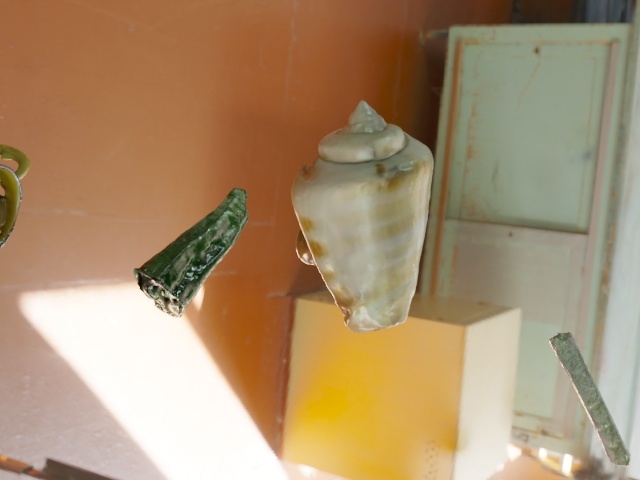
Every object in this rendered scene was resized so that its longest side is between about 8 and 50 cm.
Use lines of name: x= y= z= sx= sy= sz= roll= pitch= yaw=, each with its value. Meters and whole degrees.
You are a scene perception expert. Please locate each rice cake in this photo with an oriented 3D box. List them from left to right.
rice cake: x=0.396 y=0.232 z=1.218 sx=0.043 sy=0.034 sz=0.211 roll=22 pitch=43 yaw=-65

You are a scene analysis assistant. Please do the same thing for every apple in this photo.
apple: x=0.000 y=0.000 z=1.283 sx=0.084 sy=0.083 sz=0.071 roll=30 pitch=51 yaw=-58

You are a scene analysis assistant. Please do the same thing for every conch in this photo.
conch: x=0.061 y=-0.026 z=0.913 sx=0.158 sy=0.127 sz=0.255 roll=-15 pitch=92 yaw=-16

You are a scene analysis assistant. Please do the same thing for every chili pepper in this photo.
chili pepper: x=-0.161 y=-0.002 z=1.128 sx=0.088 sy=0.059 sz=0.227 roll=52 pitch=48 yaw=-21

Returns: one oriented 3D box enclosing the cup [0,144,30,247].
cup: x=-0.693 y=-0.095 z=1.558 sx=0.255 sy=0.256 sz=0.179 roll=-19 pitch=126 yaw=-69
